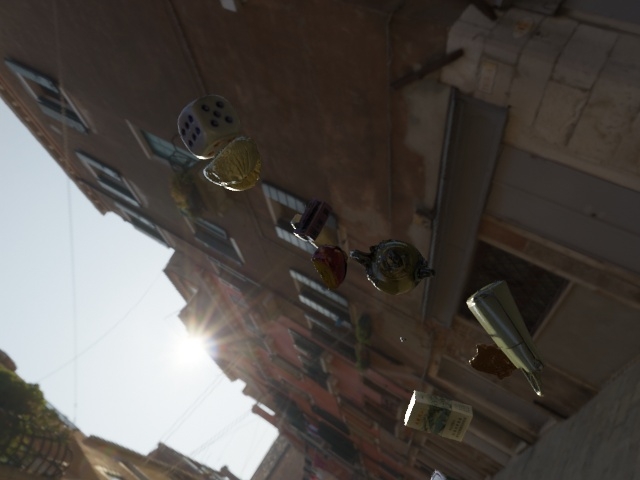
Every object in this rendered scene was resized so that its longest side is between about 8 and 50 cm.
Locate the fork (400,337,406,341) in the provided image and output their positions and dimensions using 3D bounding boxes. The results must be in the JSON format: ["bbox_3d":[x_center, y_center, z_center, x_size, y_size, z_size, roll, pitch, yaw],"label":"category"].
[{"bbox_3d":[0.314,0.375,1.855,0.012,0.016,0.115,-22,-16,12],"label":"fork"}]

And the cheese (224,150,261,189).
[{"bbox_3d":[-0.376,-0.337,2.271,0.225,0.117,0.214,-25,-52,-39],"label":"cheese"}]

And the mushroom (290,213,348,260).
[{"bbox_3d":[0.000,0.000,2.238,0.351,0.122,0.095,45,-120,-33],"label":"mushroom"}]

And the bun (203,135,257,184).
[{"bbox_3d":[-0.314,-0.281,1.793,0.220,0.134,0.220,-38,10,8],"label":"bun"}]

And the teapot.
[{"bbox_3d":[0.215,0.070,1.490,0.182,0.269,0.173,64,-136,-72],"label":"teapot"}]

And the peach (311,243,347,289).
[{"bbox_3d":[0.043,0.094,1.765,0.127,0.092,0.173,-20,-83,-50],"label":"peach"}]

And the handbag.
[{"bbox_3d":[0.525,0.261,1.312,0.109,0.316,0.241,-34,-14,5],"label":"handbag"}]

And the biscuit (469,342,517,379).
[{"bbox_3d":[0.677,0.457,1.871,0.035,0.163,0.250,-35,5,-36],"label":"biscuit"}]

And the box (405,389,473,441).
[{"bbox_3d":[0.520,0.774,2.162,0.069,0.256,0.164,-66,-11,-62],"label":"box"}]

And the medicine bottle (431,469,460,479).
[{"bbox_3d":[0.531,0.957,1.848,0.078,0.219,0.115,-60,9,4],"label":"medicine bottle"}]

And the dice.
[{"bbox_3d":[-0.450,-0.461,1.995,0.191,0.194,0.193,-31,-1,-38],"label":"dice"}]

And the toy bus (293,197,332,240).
[{"bbox_3d":[-0.031,-0.084,2.053,0.086,0.098,0.179,38,-102,-46],"label":"toy bus"}]
